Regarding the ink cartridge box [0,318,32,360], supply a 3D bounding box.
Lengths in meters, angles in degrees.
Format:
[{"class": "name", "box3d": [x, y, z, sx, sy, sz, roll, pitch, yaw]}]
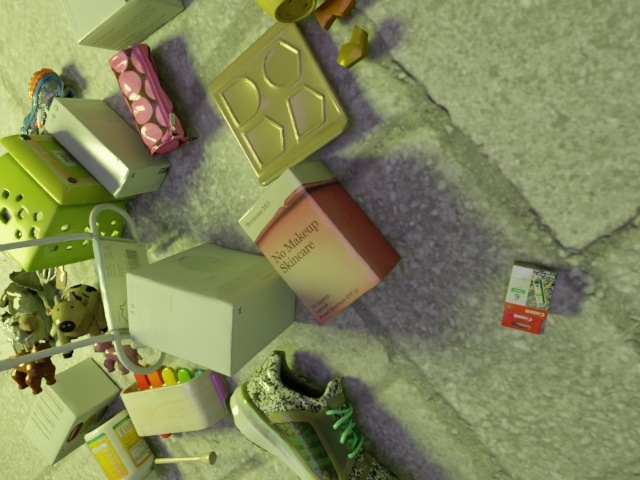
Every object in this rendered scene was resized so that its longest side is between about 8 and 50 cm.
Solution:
[{"class": "ink cartridge box", "box3d": [-0.926, 0.299, 1.314, 0.099, 0.056, 0.136, -11, 100, 27]}]

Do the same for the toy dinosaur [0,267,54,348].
[{"class": "toy dinosaur", "box3d": [-0.792, 0.192, 1.188, 0.160, 0.121, 0.314, -1, 101, 32]}]

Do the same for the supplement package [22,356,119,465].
[{"class": "supplement package", "box3d": [-0.681, 0.464, 1.199, 0.134, 0.139, 0.244, 42, 118, 11]}]

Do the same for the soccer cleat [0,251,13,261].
[{"class": "soccer cleat", "box3d": [-0.872, 0.000, 1.176, 0.196, 0.068, 0.076, 16, 120, 0]}]

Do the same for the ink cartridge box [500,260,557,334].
[{"class": "ink cartridge box", "box3d": [0.323, 0.094, 0.687, 0.062, 0.029, 0.115, 12, 108, 22]}]

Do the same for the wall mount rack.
[{"class": "wall mount rack", "box3d": [-0.436, 0.102, 0.824, 0.130, 0.304, 0.350, -27, 73, 23]}]

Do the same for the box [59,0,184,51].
[{"class": "box", "box3d": [-0.380, -0.478, 0.807, 0.181, 0.119, 0.181, -17, 96, 28]}]

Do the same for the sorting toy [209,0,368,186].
[{"class": "sorting toy", "box3d": [-0.039, -0.262, 0.757, 0.307, 0.041, 0.229, -29, 86, 28]}]

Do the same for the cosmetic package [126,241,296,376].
[{"class": "cosmetic package", "box3d": [-0.191, 0.113, 0.823, 0.224, 0.224, 0.138, 11, 108, 23]}]

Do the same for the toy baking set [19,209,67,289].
[{"class": "toy baking set", "box3d": [-0.685, -0.006, 1.106, 0.256, 0.030, 0.197, 38, 104, 16]}]

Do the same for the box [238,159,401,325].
[{"class": "box", "box3d": [0.000, 0.000, 0.757, 0.148, 0.127, 0.232, -42, 85, 29]}]

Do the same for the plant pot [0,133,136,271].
[{"class": "plant pot", "box3d": [-0.557, -0.097, 0.943, 0.227, 0.228, 0.207, 42, 111, 9]}]

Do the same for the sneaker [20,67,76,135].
[{"class": "sneaker", "box3d": [-0.612, -0.268, 0.999, 0.087, 0.083, 0.221, 26, 117, 8]}]

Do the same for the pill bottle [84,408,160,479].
[{"class": "pill bottle", "box3d": [-0.517, 0.568, 1.164, 0.117, 0.117, 0.209, -32, 90, 29]}]

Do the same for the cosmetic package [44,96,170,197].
[{"class": "cosmetic package", "box3d": [-0.442, -0.196, 0.917, 0.231, 0.117, 0.085, 44, 118, 10]}]

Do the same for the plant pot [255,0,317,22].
[{"class": "plant pot", "box3d": [-0.053, -0.390, 0.660, 0.134, 0.134, 0.095, -20, 85, 28]}]

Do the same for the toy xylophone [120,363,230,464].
[{"class": "toy xylophone", "box3d": [-0.351, 0.417, 1.063, 0.322, 0.081, 0.237, -9, 100, 27]}]

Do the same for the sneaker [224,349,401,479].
[{"class": "sneaker", "box3d": [0.014, 0.364, 0.856, 0.410, 0.158, 0.182, 31, 98, 9]}]

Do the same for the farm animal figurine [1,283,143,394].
[{"class": "farm animal figurine", "box3d": [-0.532, 0.179, 1.011, 0.326, 0.330, 0.173, 19, 117, 50]}]

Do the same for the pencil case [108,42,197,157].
[{"class": "pencil case", "box3d": [-0.330, -0.275, 0.857, 0.098, 0.095, 0.210, -15, 102, 63]}]
